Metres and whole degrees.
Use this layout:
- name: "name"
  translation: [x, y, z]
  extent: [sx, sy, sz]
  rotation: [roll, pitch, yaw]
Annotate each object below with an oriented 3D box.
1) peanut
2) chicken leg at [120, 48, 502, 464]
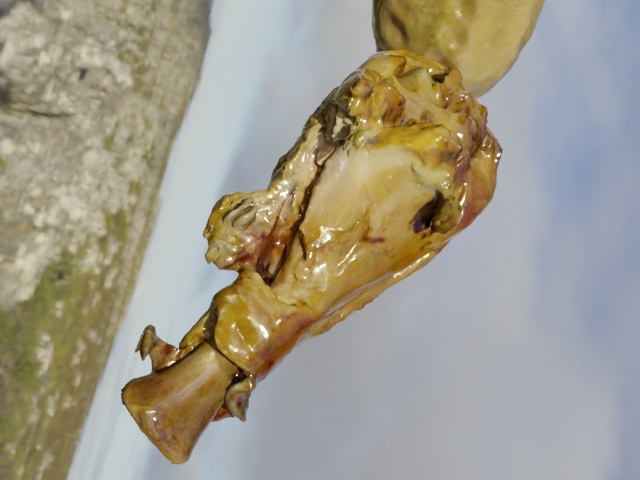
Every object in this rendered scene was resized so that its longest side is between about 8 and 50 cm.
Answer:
- name: "peanut"
  translation: [0.089, -0.160, 0.464]
  extent: [0.108, 0.095, 0.226]
  rotation: [-99, -153, -44]
- name: "chicken leg"
  translation: [0.000, 0.001, 0.396]
  extent: [0.207, 0.085, 0.101]
  rotation: [-48, -173, -19]
